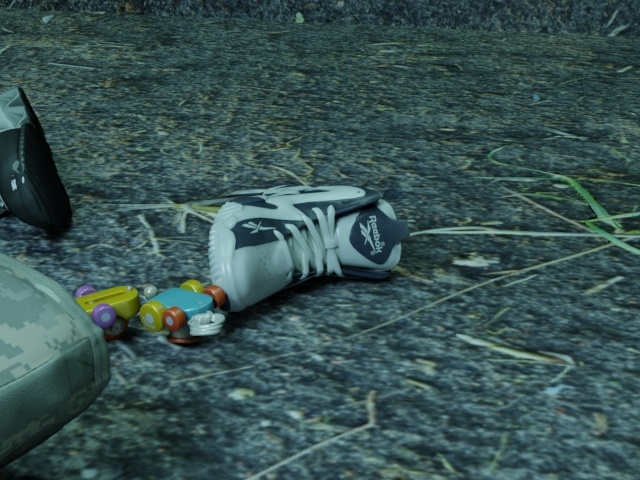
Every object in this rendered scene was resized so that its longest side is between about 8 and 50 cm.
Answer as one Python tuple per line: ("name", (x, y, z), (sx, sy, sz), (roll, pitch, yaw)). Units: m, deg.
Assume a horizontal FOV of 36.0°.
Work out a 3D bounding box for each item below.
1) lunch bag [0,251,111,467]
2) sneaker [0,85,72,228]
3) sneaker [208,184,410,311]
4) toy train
("lunch bag", (-0.291, 0.098, 0.552), (0.287, 0.169, 0.235), (7, 21, 34))
("sneaker", (-0.380, -0.075, 1.136), (0.146, 0.123, 0.330), (-25, 27, -11))
("sneaker", (0.000, 0.000, 0.907), (0.153, 0.094, 0.235), (-4, 8, 18))
("toy train", (-0.155, 0.076, 0.786), (0.166, 0.046, 0.125), (-5, 22, -1))
